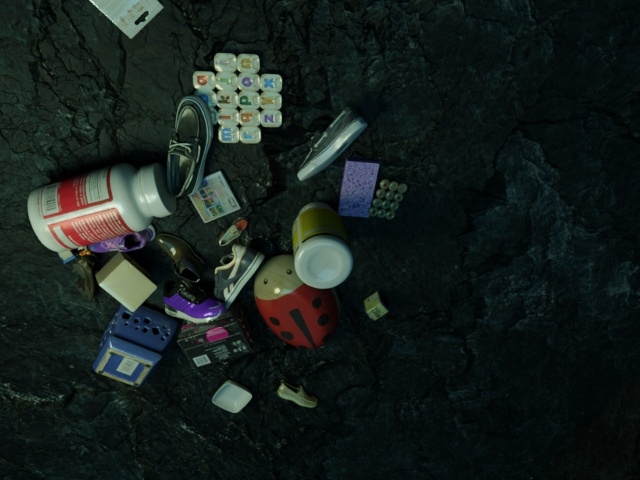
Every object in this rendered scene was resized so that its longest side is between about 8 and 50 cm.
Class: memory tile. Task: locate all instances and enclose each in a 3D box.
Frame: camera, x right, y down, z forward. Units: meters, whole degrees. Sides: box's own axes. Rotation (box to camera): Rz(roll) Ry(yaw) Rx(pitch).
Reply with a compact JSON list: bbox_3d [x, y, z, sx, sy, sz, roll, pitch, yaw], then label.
[{"bbox_3d":[0.242,-0.146,1.867,0.113,0.012,0.148,10,115,-27],"label":"memory tile"}]

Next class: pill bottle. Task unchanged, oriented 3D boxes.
[{"bbox_3d":[0.000,0.000,1.758,0.188,0.334,0.188,-2,119,-4],"label":"pill bottle"},{"bbox_3d":[-0.697,-0.118,1.690,0.407,0.229,0.229,-14,119,3],"label":"pill bottle"}]

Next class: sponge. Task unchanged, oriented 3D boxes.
[{"bbox_3d":[0.132,-0.185,1.843,0.117,0.031,0.210,5,118,-8],"label":"sponge"}]

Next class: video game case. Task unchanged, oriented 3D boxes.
[{"bbox_3d":[-0.378,-0.153,1.820,0.143,0.019,0.157,-21,119,7],"label":"video game case"}]

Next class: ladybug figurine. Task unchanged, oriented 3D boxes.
[{"bbox_3d":[-0.081,0.260,1.990,0.305,0.162,0.449,-27,118,9],"label":"ladybug figurine"}]

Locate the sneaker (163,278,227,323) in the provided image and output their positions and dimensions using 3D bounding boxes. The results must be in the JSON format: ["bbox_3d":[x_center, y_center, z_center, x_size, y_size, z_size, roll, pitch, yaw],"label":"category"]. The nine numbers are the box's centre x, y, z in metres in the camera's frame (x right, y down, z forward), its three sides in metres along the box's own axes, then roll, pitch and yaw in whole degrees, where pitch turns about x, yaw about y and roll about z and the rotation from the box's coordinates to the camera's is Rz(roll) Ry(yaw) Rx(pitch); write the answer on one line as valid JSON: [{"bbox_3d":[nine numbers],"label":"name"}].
[{"bbox_3d":[-0.475,0.209,1.906,0.293,0.102,0.146,4,110,31],"label":"sneaker"}]

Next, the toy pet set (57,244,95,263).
[{"bbox_3d":[-0.852,0.035,1.819,0.114,0.122,0.065,-34,148,-21],"label":"toy pet set"}]

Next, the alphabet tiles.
[{"bbox_3d":[-0.262,-0.452,1.667,0.278,0.021,0.284,-1,119,-5],"label":"alphabet tiles"}]

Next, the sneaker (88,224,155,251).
[{"bbox_3d":[-0.706,0.000,1.824,0.236,0.104,0.095,-11,120,2],"label":"sneaker"}]

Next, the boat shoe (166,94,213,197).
[{"bbox_3d":[-0.423,-0.289,1.662,0.121,0.119,0.335,13,115,8],"label":"boat shoe"}]

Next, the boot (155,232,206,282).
[{"bbox_3d":[-0.505,0.062,1.874,0.219,0.106,0.082,39,109,-23],"label":"boot"}]

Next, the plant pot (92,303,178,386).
[{"bbox_3d":[-0.705,0.400,1.959,0.236,0.212,0.236,28,123,-18],"label":"plant pot"}]

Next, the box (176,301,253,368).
[{"bbox_3d":[-0.404,0.369,2.031,0.247,0.142,0.163,-18,120,6],"label":"box"}]

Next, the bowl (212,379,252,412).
[{"bbox_3d":[-0.381,0.665,2.243,0.142,0.053,0.142,33,110,-21],"label":"bowl"}]

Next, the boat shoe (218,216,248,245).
[{"bbox_3d":[-0.314,-0.031,1.878,0.137,0.043,0.049,-38,113,13],"label":"boat shoe"}]

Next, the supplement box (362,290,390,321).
[{"bbox_3d":[0.220,0.260,2.062,0.083,0.083,0.056,-36,115,15],"label":"supplement box"}]

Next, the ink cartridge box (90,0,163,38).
[{"bbox_3d":[-0.570,-0.703,1.502,0.145,0.045,0.179,-37,134,13],"label":"ink cartridge box"}]

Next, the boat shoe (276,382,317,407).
[{"bbox_3d":[-0.092,0.671,2.270,0.190,0.068,0.072,22,103,-16],"label":"boat shoe"}]

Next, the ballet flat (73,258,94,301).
[{"bbox_3d":[-0.844,0.141,1.879,0.084,0.058,0.250,33,141,8],"label":"ballet flat"}]

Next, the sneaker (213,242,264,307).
[{"bbox_3d":[-0.334,0.136,1.923,0.127,0.126,0.321,33,118,-7],"label":"sneaker"}]

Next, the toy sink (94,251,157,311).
[{"bbox_3d":[-0.699,0.135,1.867,0.131,0.234,0.153,-48,115,-13],"label":"toy sink"}]

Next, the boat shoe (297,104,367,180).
[{"bbox_3d":[0.017,-0.322,1.725,0.301,0.108,0.102,-41,82,29],"label":"boat shoe"}]
